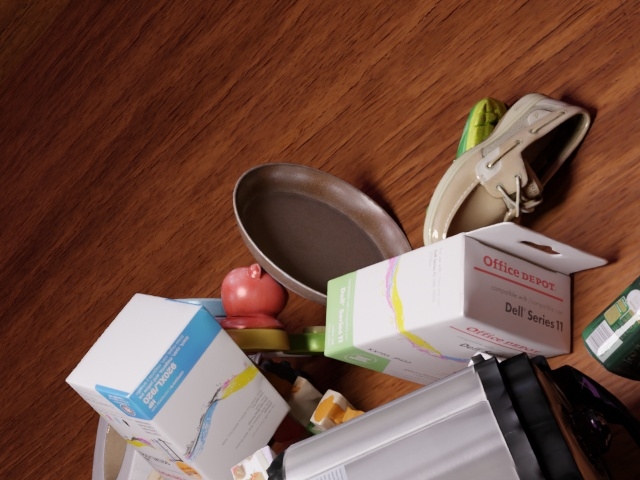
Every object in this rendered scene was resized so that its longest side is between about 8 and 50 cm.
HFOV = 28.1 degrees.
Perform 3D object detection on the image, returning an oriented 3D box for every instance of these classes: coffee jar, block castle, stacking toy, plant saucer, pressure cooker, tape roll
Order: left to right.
[{"bbox_3d":[-0.348,0.361,2.383,0.392,0.072,0.391,-170,90,-71],"label":"tape roll"},{"bbox_3d":[-0.091,0.117,2.035,0.309,0.280,0.130,-11,77,56],"label":"stacking toy"},{"bbox_3d":[-0.020,0.375,1.852,0.453,0.213,0.303,14,63,51],"label":"block castle"},{"bbox_3d":[0.000,0.000,1.961,0.050,0.311,0.310,-57,34,33],"label":"plant saucer"},{"bbox_3d":[0.185,0.330,1.410,0.421,0.375,0.369,-26,85,6],"label":"pressure cooker"},{"bbox_3d":[0.404,0.078,1.528,0.184,0.096,0.079,-52,40,23],"label":"coffee jar"}]

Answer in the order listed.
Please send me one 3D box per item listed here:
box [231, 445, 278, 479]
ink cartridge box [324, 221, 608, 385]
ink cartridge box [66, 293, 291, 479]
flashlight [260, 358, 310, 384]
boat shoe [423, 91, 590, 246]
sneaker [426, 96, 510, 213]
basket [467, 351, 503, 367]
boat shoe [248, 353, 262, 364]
[{"bbox_3d":[-0.039,0.399,1.598,0.063,0.067,0.324,-33,39,8],"label":"box"},{"bbox_3d":[0.192,0.094,1.720,0.353,0.207,0.119,-22,56,49],"label":"ink cartridge box"},{"bbox_3d":[-0.195,0.217,1.796,0.171,0.232,0.168,4,50,49],"label":"ink cartridge box"},{"bbox_3d":[-0.139,0.334,2.153,0.304,0.103,0.103,-59,-3,23],"label":"flashlight"},{"bbox_3d":[0.257,-0.083,1.753,0.098,0.109,0.302,21,61,46],"label":"boat shoe"},{"bbox_3d":[0.210,-0.072,1.875,0.124,0.109,0.295,3,76,52],"label":"sneaker"},{"bbox_3d":[0.239,0.245,1.667,0.113,0.103,0.167,21,91,57],"label":"basket"},{"bbox_3d":[-0.172,0.247,2.261,0.277,0.098,0.096,-63,33,8],"label":"boat shoe"}]
